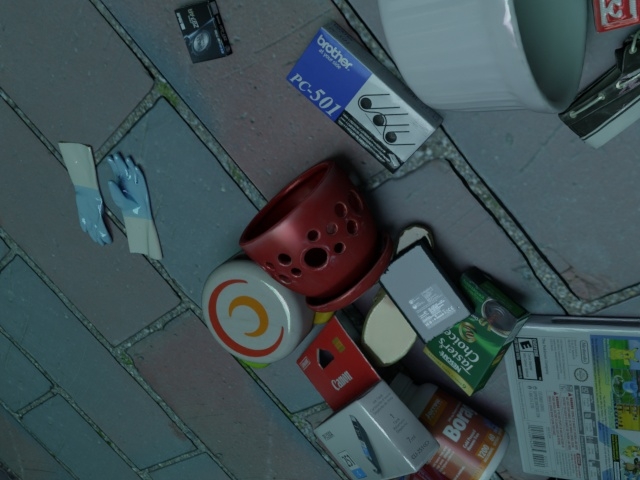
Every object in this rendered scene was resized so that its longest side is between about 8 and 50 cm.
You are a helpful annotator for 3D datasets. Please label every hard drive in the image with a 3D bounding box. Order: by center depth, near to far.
[{"bbox_3d":[0.156,0.078,0.935,0.094,0.022,0.135,-37,88,19],"label":"hard drive"}]

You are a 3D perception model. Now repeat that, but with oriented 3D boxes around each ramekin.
[{"bbox_3d":[0.170,-0.262,0.627,0.135,0.277,0.277,1,121,36],"label":"ramekin"}]

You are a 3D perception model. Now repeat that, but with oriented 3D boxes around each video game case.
[{"bbox_3d":[0.453,0.260,0.964,0.300,0.036,0.328,-2,118,29],"label":"video game case"}]

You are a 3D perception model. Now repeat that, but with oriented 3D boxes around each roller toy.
[{"bbox_3d":[-0.093,0.101,1.074,0.209,0.146,0.191,-37,92,31],"label":"roller toy"}]

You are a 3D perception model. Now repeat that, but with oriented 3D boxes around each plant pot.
[{"bbox_3d":[0.000,0.000,0.939,0.191,0.191,0.174,-28,113,37],"label":"plant pot"}]

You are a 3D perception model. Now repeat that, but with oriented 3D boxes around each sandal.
[{"bbox_3d":[0.135,0.087,0.998,0.088,0.079,0.239,18,104,13],"label":"sandal"}]

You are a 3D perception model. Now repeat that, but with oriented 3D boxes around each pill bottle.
[{"bbox_3d":[0.206,0.327,1.072,0.216,0.121,0.121,32,130,17],"label":"pill bottle"}]

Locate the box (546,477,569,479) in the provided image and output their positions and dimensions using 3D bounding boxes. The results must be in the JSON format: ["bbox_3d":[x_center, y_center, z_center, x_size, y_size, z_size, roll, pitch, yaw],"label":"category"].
[{"bbox_3d":[0.443,0.520,1.059,0.158,0.156,0.093,30,130,7],"label":"box"}]

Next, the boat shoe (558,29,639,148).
[{"bbox_3d":[0.363,-0.195,0.688,0.070,0.077,0.219,39,131,-2],"label":"boat shoe"}]

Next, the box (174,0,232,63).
[{"bbox_3d":[-0.177,-0.315,0.930,0.067,0.018,0.083,-2,119,28],"label":"box"}]

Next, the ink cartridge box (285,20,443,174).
[{"bbox_3d":[0.061,-0.198,0.864,0.207,0.046,0.097,42,128,-2],"label":"ink cartridge box"}]

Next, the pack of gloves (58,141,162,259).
[{"bbox_3d":[-0.419,-0.068,1.200,0.195,0.046,0.232,10,124,21],"label":"pack of gloves"}]

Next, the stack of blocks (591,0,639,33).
[{"bbox_3d":[0.392,-0.314,0.543,0.297,0.087,0.171,-7,126,25],"label":"stack of blocks"}]

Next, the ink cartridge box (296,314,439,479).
[{"bbox_3d":[0.047,0.293,1.073,0.261,0.066,0.296,49,152,11],"label":"ink cartridge box"}]

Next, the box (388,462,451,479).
[{"bbox_3d":[0.228,0.559,1.215,0.257,0.128,0.123,46,129,-7],"label":"box"}]

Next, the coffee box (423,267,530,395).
[{"bbox_3d":[0.240,0.147,0.971,0.113,0.040,0.184,44,135,29],"label":"coffee box"}]
